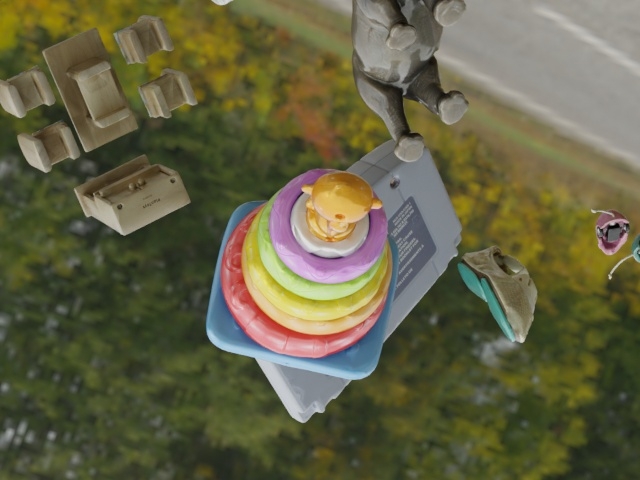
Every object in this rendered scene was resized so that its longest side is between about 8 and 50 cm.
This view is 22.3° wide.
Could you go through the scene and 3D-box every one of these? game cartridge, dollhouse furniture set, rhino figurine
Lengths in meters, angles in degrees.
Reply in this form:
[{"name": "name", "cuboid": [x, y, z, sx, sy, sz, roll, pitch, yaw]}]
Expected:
[{"name": "game cartridge", "cuboid": [0.033, 0.035, 1.770, 0.060, 0.294, 0.196, 26, 154, 36]}, {"name": "dollhouse furniture set", "cuboid": [-0.278, -0.147, 2.066, 0.212, 0.242, 0.161, -27, -160, -17]}, {"name": "rhino figurine", "cuboid": [0.060, -0.185, 1.215, 0.073, 0.243, 0.106, -16, -137, -13]}]

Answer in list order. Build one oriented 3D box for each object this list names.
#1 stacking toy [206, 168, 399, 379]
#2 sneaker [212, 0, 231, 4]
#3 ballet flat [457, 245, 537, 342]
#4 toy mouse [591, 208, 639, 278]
[{"name": "stacking toy", "cuboid": [0.000, 0.000, 1.452, 0.175, 0.165, 0.302, 13, 159, -2]}, {"name": "sneaker", "cuboid": [-0.059, -0.357, 1.748, 0.090, 0.115, 0.232, 54, 145, 11]}, {"name": "ballet flat", "cuboid": [0.172, 0.041, 1.507, 0.168, 0.052, 0.057, -120, 6, -66]}, {"name": "toy mouse", "cuboid": [0.375, -0.011, 1.938, 0.161, 0.143, 0.031, 5, -134, -22]}]
